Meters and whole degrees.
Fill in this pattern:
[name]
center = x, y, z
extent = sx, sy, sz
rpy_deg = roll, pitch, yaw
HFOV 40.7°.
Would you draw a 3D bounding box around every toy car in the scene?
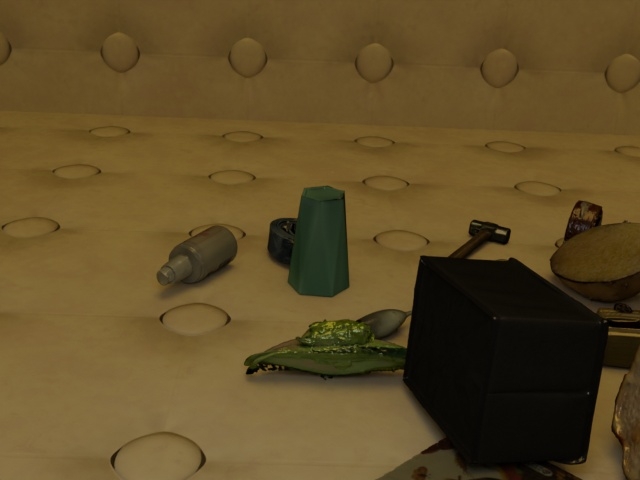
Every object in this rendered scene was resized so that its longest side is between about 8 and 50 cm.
[toy car]
center = 0.692, 0.205, 1.762
extent = 0.256, 0.101, 0.124
rpy_deg = 4, 26, 7

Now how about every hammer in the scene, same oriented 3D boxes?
[hammer]
center = 0.379, 0.029, 2.253
extent = 0.111, 0.044, 0.365
rpy_deg = 17, 28, 29

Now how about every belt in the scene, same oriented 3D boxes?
[belt]
center = -0.057, 0.006, 2.190
extent = 0.141, 0.082, 0.190
rpy_deg = -5, 22, -27

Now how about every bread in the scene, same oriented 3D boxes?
[bread]
center = 0.685, -0.025, 2.254
extent = 0.073, 0.161, 0.160
rpy_deg = 14, 24, 23

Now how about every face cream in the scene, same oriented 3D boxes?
[face cream]
center = -0.301, 0.047, 2.035
extent = 0.101, 0.101, 0.251
rpy_deg = 13, 24, 25

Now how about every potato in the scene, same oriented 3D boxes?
[potato]
center = 0.701, 0.060, 2.057
extent = 0.239, 0.116, 0.299
rpy_deg = -45, 25, -20

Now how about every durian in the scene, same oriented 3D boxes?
[durian]
center = 0.039, 0.210, 1.664
extent = 0.374, 0.132, 0.107
rpy_deg = -3, 46, -3

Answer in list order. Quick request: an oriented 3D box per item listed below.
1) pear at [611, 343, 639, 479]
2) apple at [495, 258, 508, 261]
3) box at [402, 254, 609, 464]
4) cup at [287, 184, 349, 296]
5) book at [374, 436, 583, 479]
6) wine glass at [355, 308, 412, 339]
[pear]
center = 0.638, 0.239, 1.329
extent = 0.191, 0.387, 0.340
rpy_deg = 18, 39, -7
[apple]
center = 0.370, 0.140, 1.786
extent = 0.199, 0.200, 0.200
rpy_deg = 2, 22, -1
[box]
center = 0.300, 0.191, 1.485
extent = 0.204, 0.251, 0.345
rpy_deg = 3, 14, -15
[cup]
center = 0.000, 0.000, 2.010
extent = 0.134, 0.236, 0.148
rpy_deg = -10, 27, -26
[book]
center = 0.213, 0.416, 1.259
extent = 0.300, 0.039, 0.427
rpy_deg = 22, 28, 39
[wine glass]
center = 0.160, 0.169, 1.844
extent = 0.198, 0.066, 0.066
rpy_deg = -16, 29, -35
